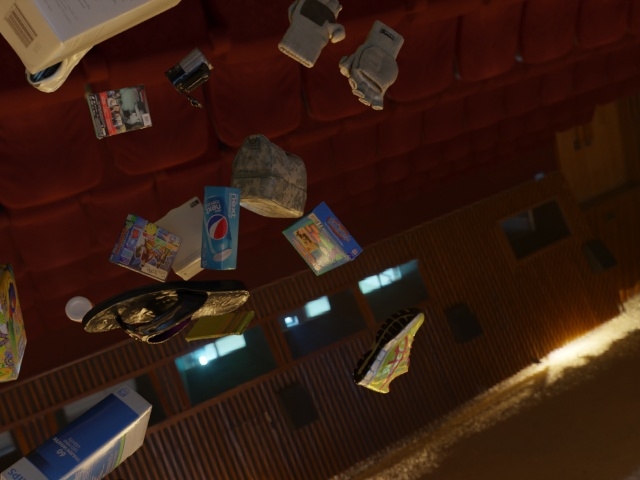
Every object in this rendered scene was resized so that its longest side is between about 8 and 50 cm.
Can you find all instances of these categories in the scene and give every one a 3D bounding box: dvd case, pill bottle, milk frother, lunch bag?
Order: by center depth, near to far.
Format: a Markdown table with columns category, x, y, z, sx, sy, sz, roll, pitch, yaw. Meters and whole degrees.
| category | x | y | z | sx | sy | sz | roll | pitch | yaw |
| --- | --- | --- | --- | --- | --- | --- | --- | --- | --- |
| dvd case | -0.406 | -0.263 | 1.261 | 0.119 | 0.087 | 0.013 | -23 | -153 | -34 |
| milk frother | -0.392 | -0.510 | 1.970 | 0.135 | 0.129 | 0.143 | -37 | 160 | 4 |
| pill bottle | -0.837 | 0.244 | 2.181 | 0.086 | 0.086 | 0.152 | -17 | 173 | -14 |
| lunch bag | -0.183 | -0.235 | 2.311 | 0.213 | 0.256 | 0.305 | 5 | 171 | 29 |

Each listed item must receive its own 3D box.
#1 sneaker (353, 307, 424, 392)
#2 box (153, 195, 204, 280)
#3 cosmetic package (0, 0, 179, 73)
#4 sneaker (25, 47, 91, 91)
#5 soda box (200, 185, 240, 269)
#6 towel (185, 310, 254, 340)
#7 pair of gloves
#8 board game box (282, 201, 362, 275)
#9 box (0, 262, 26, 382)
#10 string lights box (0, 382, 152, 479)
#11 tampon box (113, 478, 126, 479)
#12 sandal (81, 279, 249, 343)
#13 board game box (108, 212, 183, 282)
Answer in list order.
| category | x | y | z | sx | sy | sz | roll | pitch | yaw |
| --- | --- | --- | --- | --- | --- | --- | --- | --- | --- |
| sneaker | 0.163 | 0.239 | 1.342 | 0.208 | 0.094 | 0.081 | -52 | -163 | 1 |
| box | -0.401 | -0.005 | 1.923 | 0.181 | 0.182 | 0.119 | -34 | 164 | -4 |
| cosmetic package | -0.413 | -0.491 | 1.203 | 0.217 | 0.156 | 0.385 | -6 | -149 | 50 |
| sneaker | -0.541 | -0.430 | 1.334 | 0.258 | 0.094 | 0.091 | -58 | -166 | 8 |
| soda box | -0.255 | -0.032 | 1.587 | 0.067 | 0.210 | 0.071 | 3 | -178 | 24 |
| towel | -0.316 | 0.269 | 1.950 | 0.237 | 0.021 | 0.102 | -12 | -151 | 35 |
| pair of gloves | 0.041 | -0.373 | 1.190 | 0.042 | 0.240 | 0.204 | -42 | -151 | 53 |
| board game box | 0.000 | 0.000 | 1.623 | 0.047 | 0.160 | 0.210 | -42 | -174 | -29 |
| box | -1.011 | 0.248 | 1.861 | 0.177 | 0.279 | 0.290 | -8 | -163 | -18 |
| string lights box | -0.424 | 0.383 | 1.096 | 0.077 | 0.133 | 0.260 | 34 | -144 | 16 |
| tampon box | -0.601 | 0.798 | 1.857 | 0.161 | 0.120 | 0.101 | -3 | 176 | 44 |
| sandal | -0.351 | 0.177 | 1.530 | 0.446 | 0.107 | 0.167 | -4 | 147 | -43 |
| board game box | -0.468 | 0.024 | 1.684 | 0.035 | 0.136 | 0.201 | 16 | 169 | 28 |
